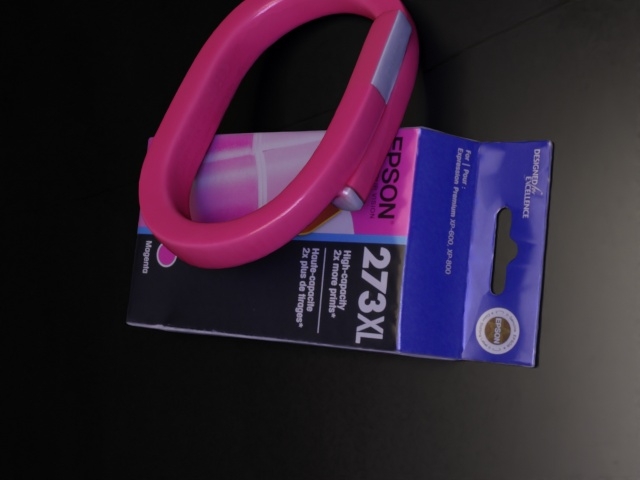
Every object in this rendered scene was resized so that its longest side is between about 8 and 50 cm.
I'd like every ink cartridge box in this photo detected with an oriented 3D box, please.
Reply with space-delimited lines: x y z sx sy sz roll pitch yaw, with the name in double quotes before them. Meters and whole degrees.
"ink cartridge box" 0.000 0.000 0.818 0.371 0.069 0.175 2 83 32

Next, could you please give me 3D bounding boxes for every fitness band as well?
"fitness band" -0.033 -0.104 0.797 0.209 0.054 0.290 4 59 37
